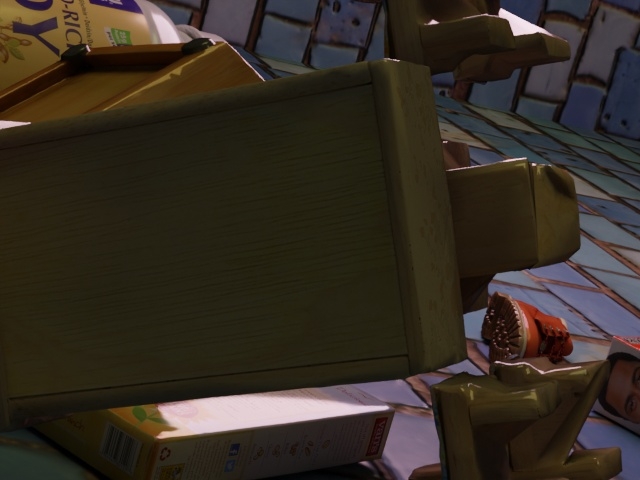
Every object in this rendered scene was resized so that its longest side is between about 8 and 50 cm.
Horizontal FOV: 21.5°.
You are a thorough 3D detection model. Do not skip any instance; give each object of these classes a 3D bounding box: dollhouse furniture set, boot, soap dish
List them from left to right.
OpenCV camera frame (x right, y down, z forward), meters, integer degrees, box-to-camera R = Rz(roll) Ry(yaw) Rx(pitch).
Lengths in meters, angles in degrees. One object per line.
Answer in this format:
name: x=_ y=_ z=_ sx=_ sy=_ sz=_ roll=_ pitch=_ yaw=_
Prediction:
soap dish: x=-0.190 y=-0.044 z=1.193 sx=0.291 sy=0.118 sz=0.229 roll=-34 pitch=25 yaw=-34
dollhouse furniture set: x=0.000 y=0.000 z=1.032 sx=0.256 sy=0.362 sz=0.394 roll=-7 pitch=-1 yaw=22
boot: x=0.201 y=0.090 z=1.578 sx=0.085 sy=0.059 sz=0.158 roll=21 pitch=12 yaw=-1

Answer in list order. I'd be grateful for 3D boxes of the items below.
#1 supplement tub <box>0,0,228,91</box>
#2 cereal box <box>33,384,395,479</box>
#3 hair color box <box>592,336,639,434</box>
supplement tub: x=-0.256 y=-0.108 z=1.447 sx=0.331 sy=0.241 sz=0.241 roll=8 pitch=15 yaw=-30
cereal box: x=-0.087 y=0.110 z=1.160 sx=0.173 sy=0.047 sz=0.240 roll=25 pitch=15 yaw=38
hair color box: x=0.306 y=0.141 z=1.449 sx=0.043 sy=0.072 sz=0.141 roll=4 pitch=17 yaw=-43
